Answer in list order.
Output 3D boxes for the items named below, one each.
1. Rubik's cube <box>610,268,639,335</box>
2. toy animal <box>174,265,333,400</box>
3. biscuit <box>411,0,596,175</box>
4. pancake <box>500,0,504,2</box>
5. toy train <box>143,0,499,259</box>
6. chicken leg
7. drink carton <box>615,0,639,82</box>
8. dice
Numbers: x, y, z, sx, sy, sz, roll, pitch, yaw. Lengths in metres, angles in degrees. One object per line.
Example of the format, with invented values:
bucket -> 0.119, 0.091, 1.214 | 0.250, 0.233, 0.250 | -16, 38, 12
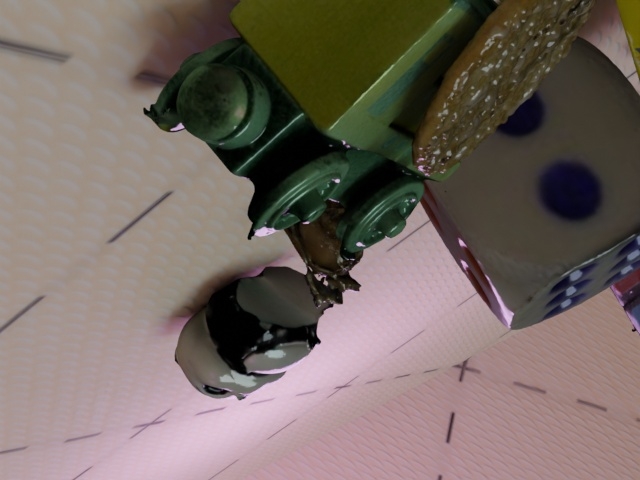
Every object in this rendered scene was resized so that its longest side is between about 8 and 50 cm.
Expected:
Rubik's cube -> 0.631, -0.063, 2.045 | 0.363, 0.362, 0.359 | -16, 162, -41
toy animal -> -0.086, 0.124, 1.657 | 0.166, 0.138, 0.179 | 8, 136, -42
biscuit -> 0.144, -0.136, 1.020 | 0.220, 0.033, 0.220 | -43, 165, -15
pancake -> 0.217, -0.265, 1.208 | 0.158, 0.028, 0.158 | -31, 164, -10
toy train -> 0.035, -0.121, 1.087 | 0.253, 0.160, 0.397 | -44, 164, 12
chicken leg -> -0.002, -0.007, 1.468 | 0.080, 0.125, 0.196 | -17, -156, -6
drink carton -> 0.422, -0.159, 1.370 | 0.111, 0.154, 0.351 | -60, 141, -26
dice -> 0.240, -0.062, 1.472 | 0.243, 0.251, 0.259 | -31, 165, -3
